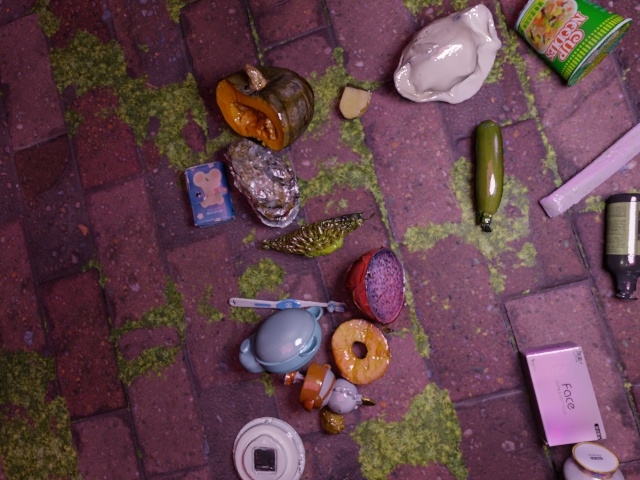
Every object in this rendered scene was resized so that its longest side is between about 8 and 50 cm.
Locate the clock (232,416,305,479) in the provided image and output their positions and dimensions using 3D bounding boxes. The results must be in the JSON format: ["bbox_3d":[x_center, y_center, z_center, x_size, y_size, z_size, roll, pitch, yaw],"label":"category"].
[{"bbox_3d":[-0.166,0.673,1.376,0.237,0.053,0.236,-1,87,12],"label":"clock"}]

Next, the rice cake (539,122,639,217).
[{"bbox_3d":[0.780,-0.198,1.244,0.365,0.056,0.072,-40,82,7],"label":"rice cake"}]

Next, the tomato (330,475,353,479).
[{"bbox_3d":[0.039,0.810,1.281,0.214,0.155,0.180,-28,86,7],"label":"tomato"}]

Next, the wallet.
[{"bbox_3d":[-0.363,-0.150,1.460,0.141,0.059,0.202,-13,86,3],"label":"wallet"}]

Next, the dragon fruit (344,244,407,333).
[{"bbox_3d":[0.140,0.134,1.298,0.148,0.218,0.223,-6,126,40],"label":"dragon fruit"}]

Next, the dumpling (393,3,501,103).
[{"bbox_3d":[0.371,-0.521,1.312,0.318,0.187,0.243,-40,120,14],"label":"dumpling"}]

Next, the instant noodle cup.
[{"bbox_3d":[0.677,-0.578,1.230,0.207,0.207,0.232,-44,71,6],"label":"instant noodle cup"}]

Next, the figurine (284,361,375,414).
[{"bbox_3d":[0.027,0.439,1.318,0.272,0.143,0.143,4,87,-2],"label":"figurine"}]

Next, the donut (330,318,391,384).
[{"bbox_3d":[0.122,0.328,1.330,0.174,0.075,0.190,-39,74,7],"label":"donut"}]

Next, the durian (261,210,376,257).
[{"bbox_3d":[-0.002,-0.007,1.349,0.375,0.132,0.106,-14,72,15],"label":"durian"}]

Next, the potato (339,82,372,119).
[{"bbox_3d":[0.107,-0.421,1.382,0.096,0.066,0.103,32,98,25],"label":"potato"}]

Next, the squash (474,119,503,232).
[{"bbox_3d":[0.485,-0.188,1.286,0.087,0.087,0.331,2,89,11],"label":"squash"}]

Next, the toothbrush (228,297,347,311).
[{"bbox_3d":[-0.108,0.200,1.406,0.386,0.040,0.040,2,87,15],"label":"toothbrush"}]

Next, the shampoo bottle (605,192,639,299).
[{"bbox_3d":[0.827,0.018,1.198,0.101,0.101,0.283,4,88,11],"label":"shampoo bottle"}]

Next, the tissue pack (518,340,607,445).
[{"bbox_3d":[0.650,0.415,1.213,0.149,0.092,0.246,-14,85,11],"label":"tissue pack"}]

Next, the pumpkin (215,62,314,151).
[{"bbox_3d":[-0.146,-0.434,1.334,0.325,0.242,0.232,31,61,30],"label":"pumpkin"}]

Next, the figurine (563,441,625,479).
[{"bbox_3d":[0.696,0.662,1.143,0.142,0.189,0.263,-1,107,14],"label":"figurine"}]

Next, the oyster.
[{"bbox_3d":[-0.189,-0.202,1.399,0.162,0.158,0.351,-26,70,-34],"label":"oyster"}]

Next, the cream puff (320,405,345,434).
[{"bbox_3d":[0.034,0.543,1.341,0.083,0.058,0.083,5,89,13],"label":"cream puff"}]

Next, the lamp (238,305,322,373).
[{"bbox_3d":[-0.121,0.302,1.322,0.147,0.209,0.284,42,120,-18],"label":"lamp"}]
